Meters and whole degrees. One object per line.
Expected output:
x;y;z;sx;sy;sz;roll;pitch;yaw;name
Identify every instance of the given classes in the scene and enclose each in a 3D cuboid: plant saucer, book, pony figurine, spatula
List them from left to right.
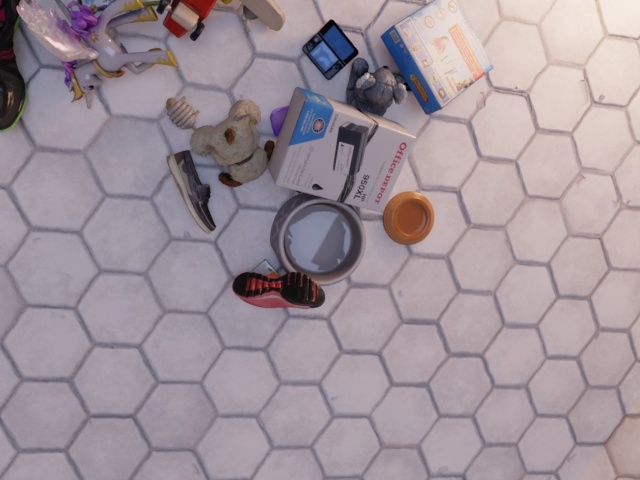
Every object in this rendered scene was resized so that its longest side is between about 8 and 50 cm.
-0.656;-0.589;1.477;0.363;0.303;0.351;-21;130;7;pony figurine
-0.183;0.150;1.799;0.096;0.035;0.144;-41;104;1;book
-0.105;-0.307;1.748;0.084;0.030;0.297;-15;101;-8;spatula
0.328;-0.080;1.865;0.199;0.037;0.200;-2;99;-10;plant saucer

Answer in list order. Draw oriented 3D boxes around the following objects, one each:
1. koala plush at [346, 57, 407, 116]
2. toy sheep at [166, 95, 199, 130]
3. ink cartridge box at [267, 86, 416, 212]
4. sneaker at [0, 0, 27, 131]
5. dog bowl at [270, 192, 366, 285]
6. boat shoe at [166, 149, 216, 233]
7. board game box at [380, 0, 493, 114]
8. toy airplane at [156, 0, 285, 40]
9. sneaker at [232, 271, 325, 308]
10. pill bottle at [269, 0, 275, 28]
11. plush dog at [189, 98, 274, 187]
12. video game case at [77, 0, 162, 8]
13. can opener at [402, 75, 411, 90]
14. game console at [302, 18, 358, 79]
0.188;-0.495;1.680;0.196;0.221;0.204;19;94;-14;koala plush
-0.443;-0.405;1.640;0.132;0.091;0.091;44;88;-19;toy sheep
0.067;-0.285;1.651;0.394;0.166;0.286;13;115;-22;ink cartridge box
-0.960;-0.557;1.451;0.185;0.202;0.483;1;98;-11;sneaker
0.000;0.000;1.778;0.348;0.102;0.349;-2;98;-12;dog bowl
-0.407;-0.162;1.674;0.092;0.103;0.285;-26;96;-2;boat shoe
0.400;-0.636;1.721;0.302;0.086;0.308;-39;103;-24;board game box
-0.310;-0.812;1.510;0.384;0.273;0.386;-2;132;1;toy airplane
-0.138;0.179;1.737;0.313;0.136;0.116;7;62;4;sneaker
-0.161;-0.739;1.666;0.043;0.043;0.083;-14;101;-9;pill bottle
-0.258;-0.292;1.656;0.262;0.211;0.225;-36;130;-2;plush dog
-0.637;-0.858;1.558;0.248;0.035;0.275;-10;100;-9;video game case
0.377;-0.581;1.799;0.186;0.073;0.059;-15;62;-12;can opener
0.032;-0.635;1.699;0.124;0.085;0.144;-44;103;-3;game console
